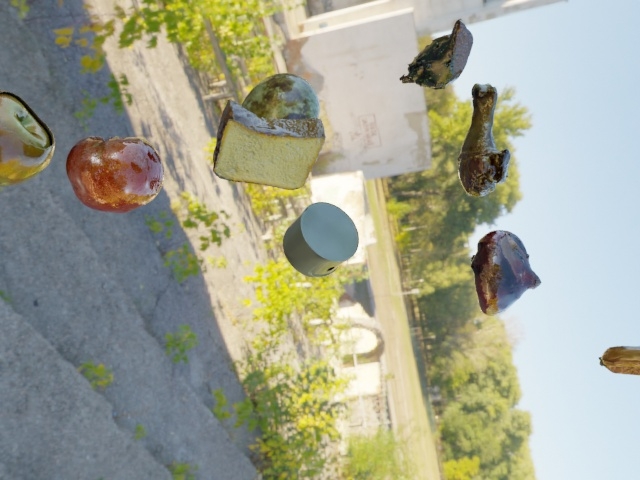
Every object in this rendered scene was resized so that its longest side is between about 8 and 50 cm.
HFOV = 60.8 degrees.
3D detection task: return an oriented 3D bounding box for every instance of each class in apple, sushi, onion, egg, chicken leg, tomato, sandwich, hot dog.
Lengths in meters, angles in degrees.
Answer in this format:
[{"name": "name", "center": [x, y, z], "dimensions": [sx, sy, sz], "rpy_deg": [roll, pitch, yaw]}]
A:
[{"name": "apple", "center": [-0.782, -0.251, 1.342], "dimensions": [0.237, 0.208, 0.236], "rpy_deg": [156, -90, -84]}, {"name": "sushi", "center": [0.364, -0.540, 1.668], "dimensions": [0.287, 0.140, 0.149], "rpy_deg": [160, -72, -65]}, {"name": "onion", "center": [0.555, 0.096, 1.627], "dimensions": [0.272, 0.195, 0.272], "rpy_deg": [-16, 108, -62]}, {"name": "egg", "center": [-0.143, -0.437, 1.861], "dimensions": [0.238, 0.289, 0.238], "rpy_deg": [61, 3, -5]}, {"name": "chicken leg", "center": [0.531, -0.308, 1.763], "dimensions": [0.211, 0.140, 0.361], "rpy_deg": [40, -44, 49]}, {"name": "tomato", "center": [-0.500, -0.163, 1.349], "dimensions": [0.232, 0.232, 0.188], "rpy_deg": [-63, 155, -74]}, {"name": "sandwich", "center": [-0.113, -0.194, 1.157], "dimensions": [0.186, 0.215, 0.065], "rpy_deg": [117, -29, -49]}, {"name": "hot dog", "center": [0.404, 0.143, 0.659], "dimensions": [0.049, 0.122, 0.037], "rpy_deg": [49, 46, -47]}]

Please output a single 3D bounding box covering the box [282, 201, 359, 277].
[{"name": "box", "center": [0.000, 0.000, 1.873], "dimensions": [0.149, 0.226, 0.226], "rpy_deg": [-43, -136, 50]}]
